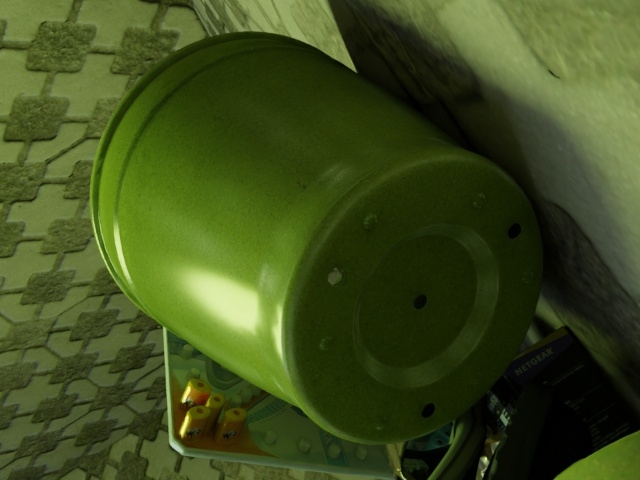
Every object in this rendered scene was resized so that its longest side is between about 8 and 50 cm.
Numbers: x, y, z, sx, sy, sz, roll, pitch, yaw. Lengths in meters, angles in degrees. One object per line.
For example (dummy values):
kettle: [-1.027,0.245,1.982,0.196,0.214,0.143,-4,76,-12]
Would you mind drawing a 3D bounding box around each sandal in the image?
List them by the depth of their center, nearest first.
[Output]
sandal: [0.108,0.187,0.633,0.303,0.086,0.120,-49,-32,-62]

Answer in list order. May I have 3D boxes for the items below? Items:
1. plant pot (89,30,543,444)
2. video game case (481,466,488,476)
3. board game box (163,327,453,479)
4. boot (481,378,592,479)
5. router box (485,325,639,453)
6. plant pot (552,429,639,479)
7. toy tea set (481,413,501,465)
plant pot: [0.000,0.000,0.638,0.353,0.366,0.366,34,159,57]
video game case: [0.377,0.454,1.078,0.210,0.042,0.232,18,-149,-53]
board game box: [-0.019,0.149,0.927,0.390,0.050,0.390,15,-153,-23]
boot: [0.223,0.286,0.473,0.260,0.348,0.131,16,143,11]
router box: [0.285,0.245,0.726,0.243,0.081,0.309,56,177,22]
plant pot: [0.213,0.226,0.290,0.276,0.276,0.254,60,-172,-41]
toy tea set: [0.291,0.266,0.969,0.336,0.124,0.200,54,-153,-6]
